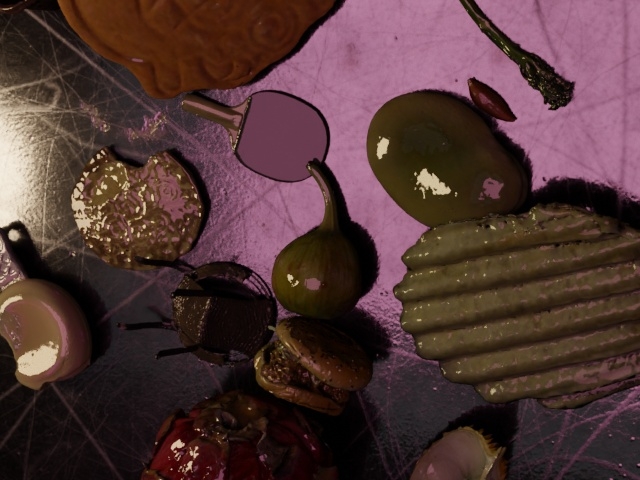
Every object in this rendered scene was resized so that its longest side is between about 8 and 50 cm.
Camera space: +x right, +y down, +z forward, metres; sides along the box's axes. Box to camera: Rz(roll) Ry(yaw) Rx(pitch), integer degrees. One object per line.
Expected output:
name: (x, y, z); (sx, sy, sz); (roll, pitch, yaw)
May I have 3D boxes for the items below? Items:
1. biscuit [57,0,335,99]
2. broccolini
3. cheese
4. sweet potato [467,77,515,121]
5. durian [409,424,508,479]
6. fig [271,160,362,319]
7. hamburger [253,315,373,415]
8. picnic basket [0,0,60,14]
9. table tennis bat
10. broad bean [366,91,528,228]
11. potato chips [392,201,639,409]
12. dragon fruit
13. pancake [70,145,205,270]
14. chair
biscuit: (-0.181, -0.385, 1.808); (0.385, 0.062, 0.365); (-33, 124, 11)
broccolini: (0.285, -0.287, 1.818); (0.239, 0.051, 0.054); (49, 114, 9)
cheese: (-0.497, 0.110, 2.073); (0.163, 0.082, 0.286); (-31, 89, 17)
sweet potato: (0.253, -0.207, 1.841); (0.095, 0.034, 0.034); (43, 107, 4)
durian: (0.206, 0.385, 1.907); (0.252, 0.139, 0.144); (-42, 83, 18)
fig: (0.000, 0.000, 1.914); (0.149, 0.149, 0.245); (5, 86, 14)
hamburger: (-0.014, 0.185, 1.911); (0.185, 0.177, 0.113); (45, 117, 23)
picnic basket: (-0.394, -0.483, 1.886); (0.297, 0.129, 0.222); (-38, 69, 19)
table tennis bat: (-0.106, -0.178, 1.946); (0.246, 0.022, 0.138); (21, 105, 9)
broad bean: (0.187, -0.112, 1.845); (0.263, 0.121, 0.189); (39, 113, 20)
potato chips: (0.325, 0.107, 1.810); (0.429, 0.070, 0.358); (-13, 118, 24)
dragon fruit: (-0.126, 0.388, 1.913); (0.329, 0.329, 0.329); (3, 101, 14)
pancake: (-0.302, -0.053, 2.015); (0.235, 0.029, 0.212); (11, 103, 13)
chair: (-0.195, 0.118, 1.988); (0.213, 0.149, 0.174); (8, 105, -32)
